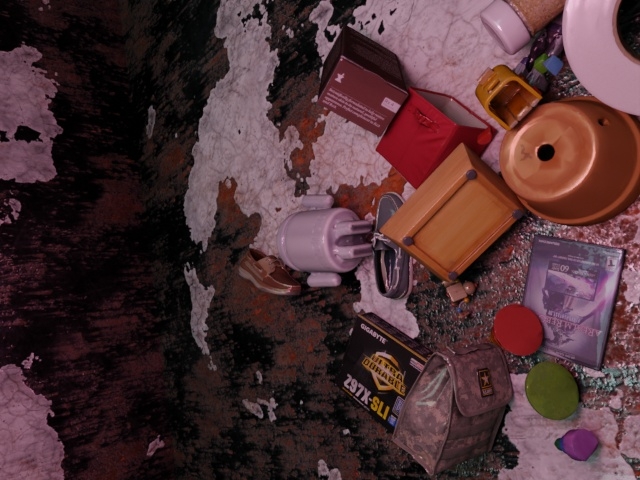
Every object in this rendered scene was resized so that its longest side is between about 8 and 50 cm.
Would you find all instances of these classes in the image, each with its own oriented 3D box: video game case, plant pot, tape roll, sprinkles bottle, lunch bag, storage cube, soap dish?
[{"bbox_3d":[0.568,0.136,1.184,0.196,0.026,0.274,14,99,44],"label":"video game case"},{"bbox_3d":[0.523,-0.176,1.104,0.291,0.203,0.291,0,91,44],"label":"plant pot"},{"bbox_3d":[0.658,-0.427,0.947,0.392,0.072,0.392,17,124,27],"label":"tape roll"},{"bbox_3d":[0.517,-0.559,1.083,0.355,0.121,0.121,-39,62,19],"label":"sprinkles bottle"},{"bbox_3d":[0.339,0.391,1.260,0.169,0.235,0.287,29,111,47],"label":"lunch bag"},{"bbox_3d":[0.293,-0.259,1.331,0.184,0.215,0.193,51,129,32],"label":"storage cube"},{"bbox_3d":[0.326,-0.052,1.248,0.291,0.229,0.118,-48,19,16],"label":"soap dish"}]

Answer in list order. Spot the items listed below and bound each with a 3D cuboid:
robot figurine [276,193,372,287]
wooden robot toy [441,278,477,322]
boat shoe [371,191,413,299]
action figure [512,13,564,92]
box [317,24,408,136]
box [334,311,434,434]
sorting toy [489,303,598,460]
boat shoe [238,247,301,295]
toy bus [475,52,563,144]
[{"bbox_3d":[0.000,0.000,1.624,0.353,0.199,0.300,-3,89,45],"label":"robot figurine"},{"bbox_3d":[0.374,0.127,1.365,0.079,0.076,0.173,-23,70,5],"label":"wooden robot toy"},{"bbox_3d":[0.202,0.013,1.494,0.116,0.099,0.320,-7,85,45],"label":"boat shoe"},{"bbox_3d":[0.530,-0.459,1.176,0.185,0.099,0.285,44,115,46],"label":"action figure"},{"bbox_3d":[0.111,-0.444,1.394,0.143,0.191,0.381,-57,14,29],"label":"box"},{"bbox_3d":[0.205,0.400,1.507,0.322,0.079,0.257,31,113,40],"label":"box"},{"bbox_3d":[0.497,0.333,1.203,0.366,0.127,0.126,64,161,14],"label":"sorting toy"},{"bbox_3d":[-0.189,0.111,1.872,0.324,0.123,0.116,22,103,41],"label":"boat shoe"},{"bbox_3d":[0.384,-0.319,1.090,0.191,0.104,0.202,-61,15,-17],"label":"toy bus"}]
